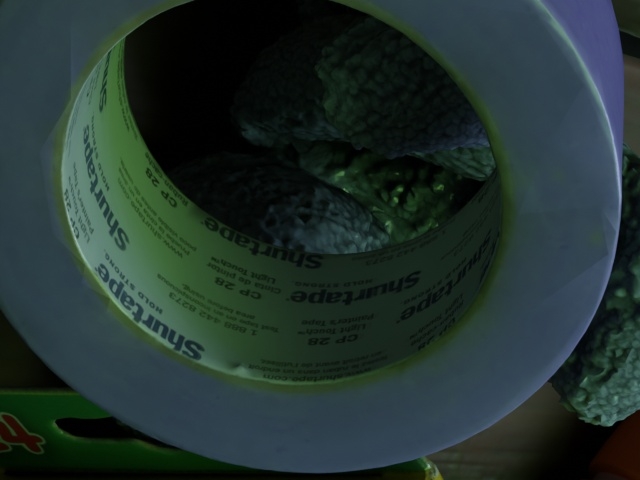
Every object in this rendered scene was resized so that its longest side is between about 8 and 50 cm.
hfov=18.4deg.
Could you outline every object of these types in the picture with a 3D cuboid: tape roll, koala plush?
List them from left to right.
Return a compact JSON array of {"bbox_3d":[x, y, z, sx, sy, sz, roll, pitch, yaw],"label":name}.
[{"bbox_3d":[-0.006,-0.030,0.577,0.080,0.189,0.189,-75,164,-59],"label":"tape roll"},{"bbox_3d":[0.000,0.000,0.736,0.221,0.203,0.196,-39,123,5],"label":"koala plush"}]

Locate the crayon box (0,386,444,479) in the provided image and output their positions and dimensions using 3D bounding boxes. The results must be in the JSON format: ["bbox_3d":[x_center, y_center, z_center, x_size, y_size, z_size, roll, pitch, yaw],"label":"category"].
[{"bbox_3d":[-0.019,0.176,0.761,0.318,0.202,0.081,59,39,-41],"label":"crayon box"}]

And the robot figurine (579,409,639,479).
[{"bbox_3d":[0.205,0.126,0.998,0.219,0.158,0.128,-49,118,-13],"label":"robot figurine"}]
